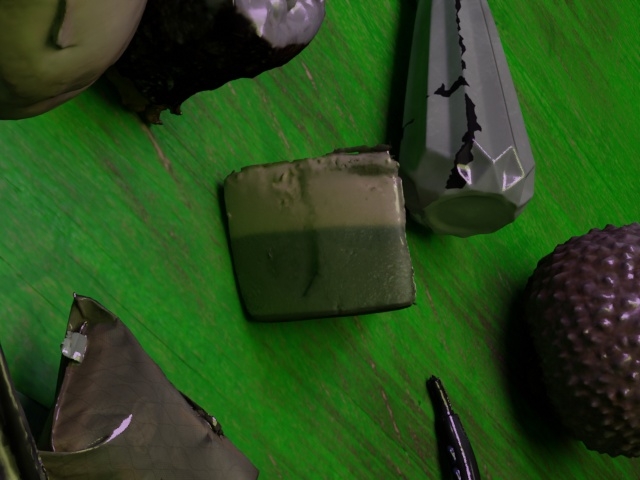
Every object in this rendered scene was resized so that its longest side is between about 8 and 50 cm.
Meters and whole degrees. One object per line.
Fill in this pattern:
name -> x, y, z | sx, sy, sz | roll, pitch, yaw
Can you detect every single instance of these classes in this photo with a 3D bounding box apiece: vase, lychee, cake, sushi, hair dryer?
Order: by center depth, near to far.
sushi -> -0.136, -0.294, 1.150 | 0.234, 0.207, 0.349 | 0, 77, -65
cake -> 0.002, 0.000, 1.369 | 0.283, 0.172, 0.158 | 39, 44, -87
hair dryer -> 0.139, 0.252, 1.464 | 0.195, 0.075, 0.219 | 8, 60, -44
vase -> 0.162, -0.188, 1.591 | 0.165, 0.165, 0.360 | 30, 49, -45
lychee -> 0.389, 0.126, 1.671 | 0.300, 0.300, 0.300 | 26, 56, -47

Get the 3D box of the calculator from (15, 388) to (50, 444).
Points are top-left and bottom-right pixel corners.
calculator -> -0.236, 0.193, 0.982 | 0.057, 0.018, 0.172 | 41, 47, -37

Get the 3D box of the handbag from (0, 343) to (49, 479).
handbag -> -0.310, 0.141, 0.766 | 0.325, 0.162, 0.327 | -31, 102, -59

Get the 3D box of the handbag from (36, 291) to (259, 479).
handbag -> -0.132, 0.175, 1.045 | 0.270, 0.117, 0.182 | 54, 28, -36

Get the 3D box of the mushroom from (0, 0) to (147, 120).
mushroom -> -0.274, -0.245, 0.882 | 0.356, 0.315, 0.315 | 23, 54, -17
